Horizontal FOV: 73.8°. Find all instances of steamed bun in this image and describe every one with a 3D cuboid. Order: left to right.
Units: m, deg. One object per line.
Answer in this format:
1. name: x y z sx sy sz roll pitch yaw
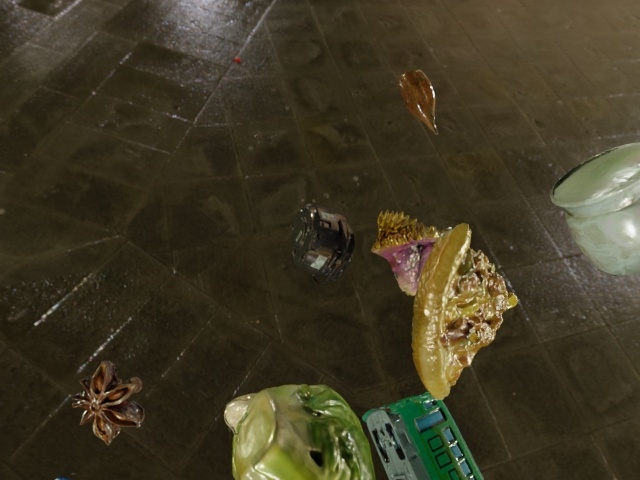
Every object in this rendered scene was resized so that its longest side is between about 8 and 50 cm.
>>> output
1. steamed bun: -0.197 0.572 1.372 0.212 0.110 0.231 32 93 14

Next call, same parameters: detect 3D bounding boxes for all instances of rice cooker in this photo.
1. rice cooker: 0.001 0.001 0.957 0.118 0.142 0.203 19 30 -26

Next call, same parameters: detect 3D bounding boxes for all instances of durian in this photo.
1. durian: 0.230 0.025 0.986 0.186 0.260 0.154 2 60 15

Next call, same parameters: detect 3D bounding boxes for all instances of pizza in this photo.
1. pizza: 0.235 0.140 0.778 0.268 0.258 0.087 -53 34 -6

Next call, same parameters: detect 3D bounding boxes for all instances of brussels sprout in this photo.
1. brussels sprout: -0.020 0.303 0.594 0.223 0.161 0.223 33 20 -14

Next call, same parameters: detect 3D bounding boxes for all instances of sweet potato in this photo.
1. sweet potato: 0.156 -0.212 0.654 0.049 0.049 0.117 -15 75 -20

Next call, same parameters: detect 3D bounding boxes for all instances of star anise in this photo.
1. star anise: -0.595 0.456 1.224 0.214 0.099 0.220 42 98 -11

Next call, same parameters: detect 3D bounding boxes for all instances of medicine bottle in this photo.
1. medicine bottle: 0.426 -0.046 0.601 0.147 0.147 0.143 -44 103 -31

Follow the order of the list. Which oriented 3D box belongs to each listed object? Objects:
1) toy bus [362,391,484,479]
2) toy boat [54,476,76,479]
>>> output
1. toy bus: 0.269 0.551 1.051 0.199 0.183 0.344 -15 66 -22
2. toy boat: -0.495 0.598 0.936 0.228 0.046 0.080 34 51 -7
